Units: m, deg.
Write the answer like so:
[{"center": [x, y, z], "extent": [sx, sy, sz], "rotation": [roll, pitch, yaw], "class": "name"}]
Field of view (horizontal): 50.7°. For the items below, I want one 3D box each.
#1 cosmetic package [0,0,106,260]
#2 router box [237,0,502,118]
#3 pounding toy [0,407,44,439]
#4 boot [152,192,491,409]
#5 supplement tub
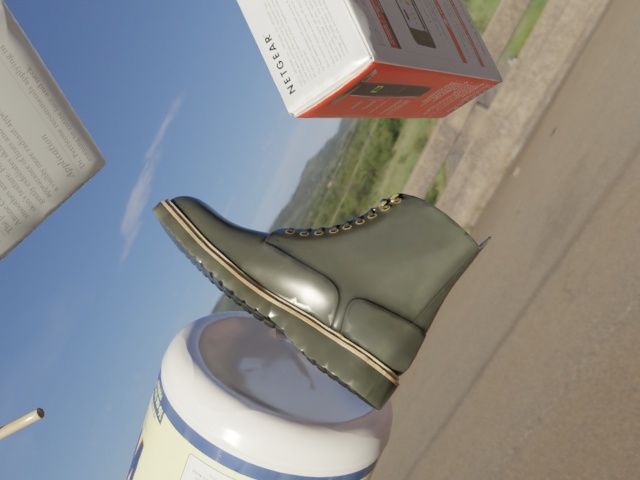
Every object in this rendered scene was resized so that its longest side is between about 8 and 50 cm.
[{"center": [-0.236, -0.017, 0.346], "extent": [0.231, 0.086, 0.117], "rotation": [-50, -42, -29], "class": "cosmetic package"}, {"center": [0.017, -0.276, 0.621], "extent": [0.082, 0.335, 0.301], "rotation": [-29, -8, 32], "class": "router box"}, {"center": [-0.550, 0.229, 0.965], "extent": [0.183, 0.237, 0.110], "rotation": [-38, 50, 12], "class": "pounding toy"}, {"center": [0.000, 0.000, 0.461], "extent": [0.137, 0.198, 0.077], "rotation": [-51, -7, -11], "class": "boot"}, {"center": [-0.084, 0.264, 0.707], "extent": [0.235, 0.236, 0.324], "rotation": [-66, -4, -73], "class": "supplement tub"}]
